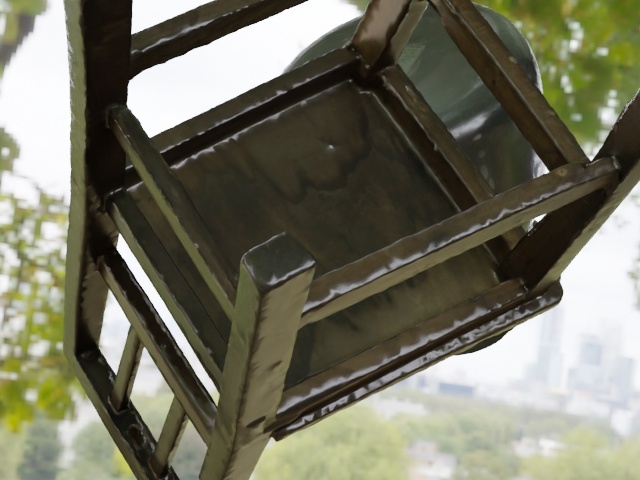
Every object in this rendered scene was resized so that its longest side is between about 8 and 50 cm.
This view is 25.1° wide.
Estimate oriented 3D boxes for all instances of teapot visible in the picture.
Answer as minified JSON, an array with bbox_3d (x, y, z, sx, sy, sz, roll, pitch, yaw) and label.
[{"bbox_3d":[0.060,-0.023,1.213,0.305,0.223,0.285,-15,-52,13],"label":"teapot"}]

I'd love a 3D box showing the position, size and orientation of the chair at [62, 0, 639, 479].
[{"bbox_3d":[0.000,0.000,0.812,0.240,0.203,0.416,-28,-19,-21],"label":"chair"}]
